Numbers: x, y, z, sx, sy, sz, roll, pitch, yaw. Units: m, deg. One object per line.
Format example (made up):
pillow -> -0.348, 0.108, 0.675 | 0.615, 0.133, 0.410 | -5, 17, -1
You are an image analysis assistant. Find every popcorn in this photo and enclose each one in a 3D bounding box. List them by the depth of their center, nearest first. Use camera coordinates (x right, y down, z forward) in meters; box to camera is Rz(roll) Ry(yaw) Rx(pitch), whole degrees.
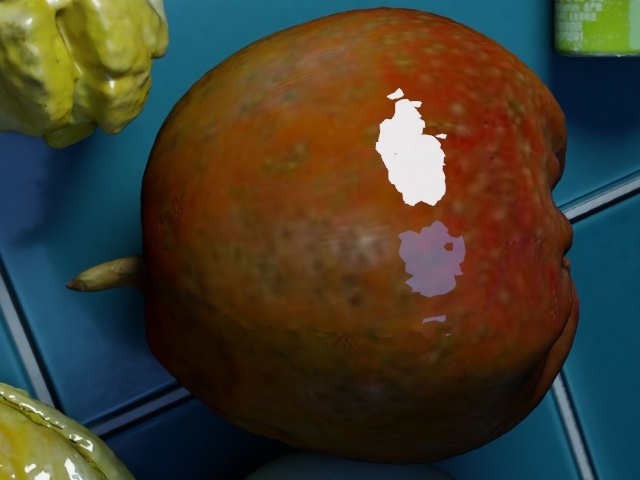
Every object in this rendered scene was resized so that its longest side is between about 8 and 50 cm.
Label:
popcorn -> -0.158, -0.129, 0.970 | 0.152, 0.167, 0.148 | -25, 137, 6

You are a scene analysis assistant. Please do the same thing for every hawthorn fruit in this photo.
hawthorn fruit -> 0.000, 0.000, 0.998 | 0.298, 0.277, 0.276 | -9, 101, -3

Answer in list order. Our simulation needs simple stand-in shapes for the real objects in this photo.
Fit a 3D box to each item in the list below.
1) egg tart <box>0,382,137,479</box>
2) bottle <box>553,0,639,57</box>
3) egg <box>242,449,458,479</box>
egg tart -> -0.208, 0.190, 0.915 | 0.341, 0.341, 0.132 | 19, 135, -21
bottle -> 0.198, -0.286, 1.110 | 0.093, 0.093, 0.330 | -4, 99, -20
egg -> 0.043, 0.232, 1.075 | 0.264, 0.183, 0.183 | 34, 85, -28
